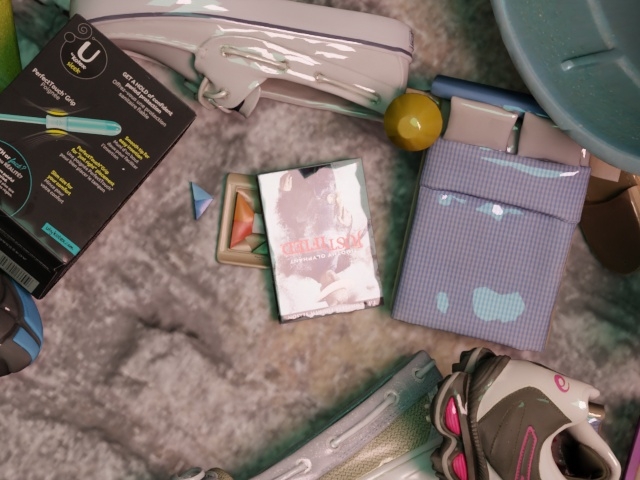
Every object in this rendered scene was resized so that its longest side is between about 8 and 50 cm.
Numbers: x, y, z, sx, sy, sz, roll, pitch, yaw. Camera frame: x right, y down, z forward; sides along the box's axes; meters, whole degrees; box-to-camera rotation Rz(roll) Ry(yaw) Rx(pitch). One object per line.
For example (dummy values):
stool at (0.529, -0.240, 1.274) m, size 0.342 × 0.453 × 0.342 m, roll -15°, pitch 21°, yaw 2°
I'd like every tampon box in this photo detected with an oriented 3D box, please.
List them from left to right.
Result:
tampon box at (-0.195, -0.062, 1.437) m, size 0.120 × 0.101 × 0.161 m, roll 41°, pitch 64°, yaw -4°

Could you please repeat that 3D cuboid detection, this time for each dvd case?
dvd case at (0.000, 0.000, 1.514) m, size 0.087 × 0.013 × 0.119 m, roll -9°, pitch 95°, yaw -12°

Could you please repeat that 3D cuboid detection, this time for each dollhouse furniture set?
dollhouse furniture set at (0.165, 0.054, 1.426) m, size 0.303 × 0.198 × 0.286 m, roll 15°, pitch 104°, yaw 5°

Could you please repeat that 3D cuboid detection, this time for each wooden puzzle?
wooden puzzle at (-0.043, -0.014, 1.519) m, size 0.116 × 0.014 × 0.078 m, roll 1°, pitch 87°, yaw -7°

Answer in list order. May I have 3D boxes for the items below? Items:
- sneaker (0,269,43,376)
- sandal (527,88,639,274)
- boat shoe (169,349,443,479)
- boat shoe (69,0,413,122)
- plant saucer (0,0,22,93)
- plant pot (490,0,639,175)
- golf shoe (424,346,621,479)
sneaker at (-0.372, 0.023, 1.440) m, size 0.341 × 0.125 × 0.139 m, roll 28°, pitch 112°, yaw -8°
sandal at (0.232, -0.097, 1.542) m, size 0.079 × 0.088 × 0.240 m, roll -23°, pitch 99°, yaw -39°
boat shoe at (-0.037, 0.187, 1.465) m, size 0.320 × 0.118 × 0.103 m, roll -22°, pitch 85°, yaw -12°
boat shoe at (-0.062, -0.138, 1.487) m, size 0.268 × 0.096 × 0.088 m, roll 7°, pitch 82°, yaw -16°
plant saucer at (-0.332, -0.187, 1.473) m, size 0.188 × 0.045 × 0.188 m, roll -9°, pitch 88°, yaw -8°
plant pot at (0.350, -0.233, 1.393) m, size 0.334 × 0.341 × 0.341 m, roll -12°, pitch 89°, yaw -40°
golf shoe at (0.163, 0.204, 1.434) m, size 0.105 × 0.120 × 0.272 m, roll -55°, pitch 138°, yaw -42°
